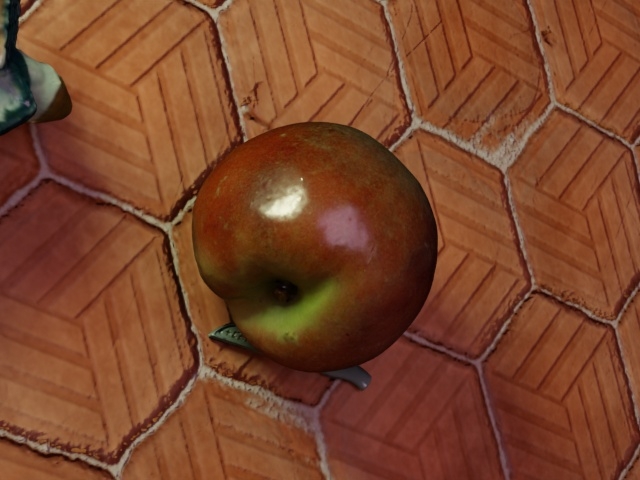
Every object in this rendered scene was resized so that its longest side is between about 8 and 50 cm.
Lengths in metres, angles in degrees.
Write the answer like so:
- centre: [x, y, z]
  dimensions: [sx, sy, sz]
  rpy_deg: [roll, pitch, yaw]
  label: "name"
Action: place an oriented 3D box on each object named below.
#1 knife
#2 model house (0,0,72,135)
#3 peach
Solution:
- centre: [-0.028, 0.120, 1.564]
  dimensions: [0.210, 0.015, 0.028]
  rpy_deg: [22, 71, -31]
  label: "knife"
- centre: [-0.349, -0.154, 1.310]
  dimensions: [0.291, 0.184, 0.253]
  rpy_deg: [27, 56, -45]
  label: "model house"
- centre: [0.000, 0.000, 1.481]
  dimensions: [0.252, 0.252, 0.253]
  rpy_deg: [10, 72, -35]
  label: "peach"
